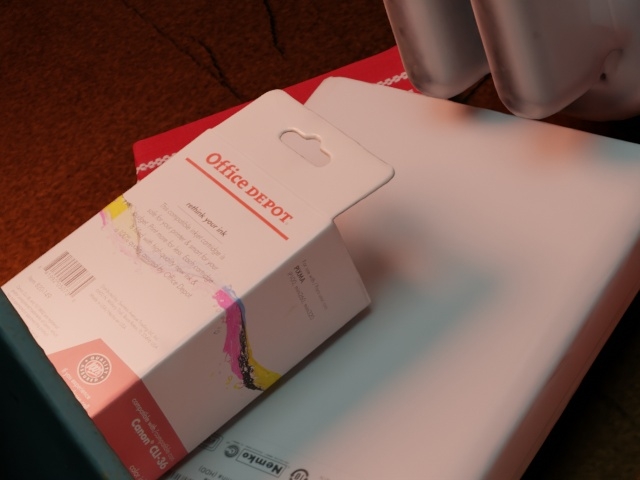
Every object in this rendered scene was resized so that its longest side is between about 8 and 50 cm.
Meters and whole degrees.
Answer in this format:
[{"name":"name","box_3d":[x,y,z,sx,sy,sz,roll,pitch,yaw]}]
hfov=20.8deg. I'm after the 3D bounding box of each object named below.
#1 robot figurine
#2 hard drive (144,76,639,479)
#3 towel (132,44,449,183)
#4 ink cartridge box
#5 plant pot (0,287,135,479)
[{"name":"robot figurine","box_3d":[0.190,-0.200,0.957,0.353,0.200,0.300,-36,36,-28]},{"name":"hard drive","box_3d":[0.004,0.068,0.879,0.233,0.047,0.353,17,57,34]},{"name":"towel","box_3d":[0.000,0.000,1.001,0.199,0.031,0.275,-20,44,4]},{"name":"ink cartridge box","box_3d":[-0.058,0.021,0.867,0.198,0.067,0.115,-38,46,-13]},{"name":"plant pot","box_3d":[-0.204,0.193,0.720,0.247,0.248,0.252,-38,5,-29]}]
